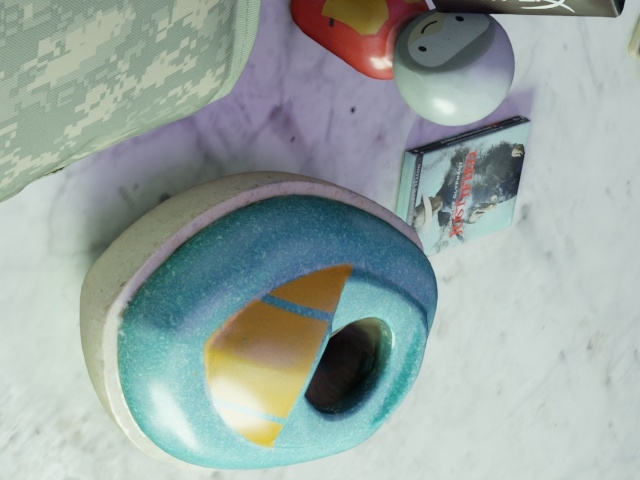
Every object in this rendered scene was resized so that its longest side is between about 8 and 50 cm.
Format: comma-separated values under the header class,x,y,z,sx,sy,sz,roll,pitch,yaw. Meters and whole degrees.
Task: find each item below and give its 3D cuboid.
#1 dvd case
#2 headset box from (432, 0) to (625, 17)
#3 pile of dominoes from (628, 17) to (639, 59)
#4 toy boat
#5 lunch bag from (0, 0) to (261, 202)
class,x,y,z,sx,sy,sz,roll,pitch,yaw
dvd case,0.097,-0.035,1.204,0.119,0.013,0.087,-17,127,-40
headset box,0.087,-0.280,0.849,0.293,0.110,0.218,52,48,-56
pile of dominoes,0.322,-0.162,1.368,0.196,0.040,0.251,-50,134,-10
toy boat,0.000,0.000,1.009,0.267,0.148,0.318,5,112,-49
lunch bag,-0.150,-0.117,0.737,0.235,0.169,0.287,-32,153,-29
